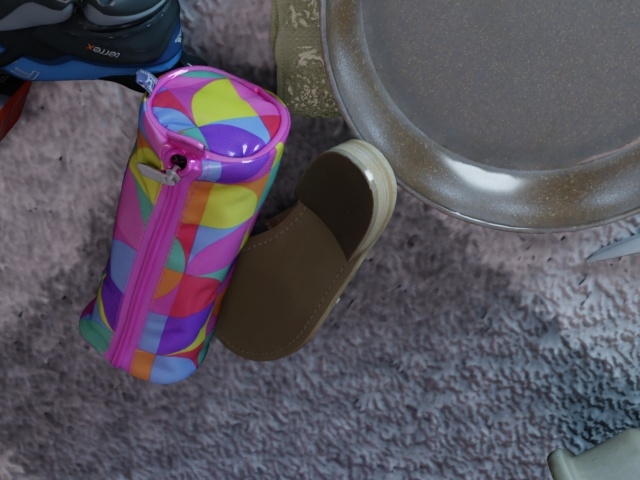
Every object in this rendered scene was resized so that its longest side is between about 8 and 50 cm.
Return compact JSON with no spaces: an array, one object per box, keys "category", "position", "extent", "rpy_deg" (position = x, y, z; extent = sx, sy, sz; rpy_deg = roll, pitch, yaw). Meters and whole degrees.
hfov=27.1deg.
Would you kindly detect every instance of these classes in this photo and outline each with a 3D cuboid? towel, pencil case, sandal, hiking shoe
[{"category":"towel","position":[0.040,-0.132,0.885],"extent":[0.148,0.027,0.110],"rpy_deg":[-2,115,5]},{"category":"pencil case","position":[-0.095,-0.006,0.882],"extent":[0.104,0.104,0.236],"rpy_deg":[17,132,-4]},{"category":"sandal","position":[0.004,0.005,0.920],"extent":[0.088,0.079,0.240],"rpy_deg":[53,141,12]},{"category":"hiking shoe","position":[-0.230,-0.154,0.847],"extent":[0.304,0.113,0.132],"rpy_deg":[14,151,14]}]

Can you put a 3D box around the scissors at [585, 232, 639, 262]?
[{"category":"scissors","position":[0.326,-0.024,0.888],"extent":[0.297,0.021,0.109],"rpy_deg":[-34,72,17]}]

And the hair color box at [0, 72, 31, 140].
[{"category":"hair color box","position":[-0.241,-0.086,0.862],"extent":[0.072,0.141,0.043],"rpy_deg":[23,114,-7]}]

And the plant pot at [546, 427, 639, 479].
[{"category":"plant pot","position":[0.373,0.187,0.876],"extent":[0.305,0.334,0.334],"rpy_deg":[-39,107,7]}]

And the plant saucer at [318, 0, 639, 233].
[{"category":"plant saucer","position":[0.151,-0.153,0.835],"extent":[0.311,0.050,0.310],"rpy_deg":[-3,117,-5]}]
